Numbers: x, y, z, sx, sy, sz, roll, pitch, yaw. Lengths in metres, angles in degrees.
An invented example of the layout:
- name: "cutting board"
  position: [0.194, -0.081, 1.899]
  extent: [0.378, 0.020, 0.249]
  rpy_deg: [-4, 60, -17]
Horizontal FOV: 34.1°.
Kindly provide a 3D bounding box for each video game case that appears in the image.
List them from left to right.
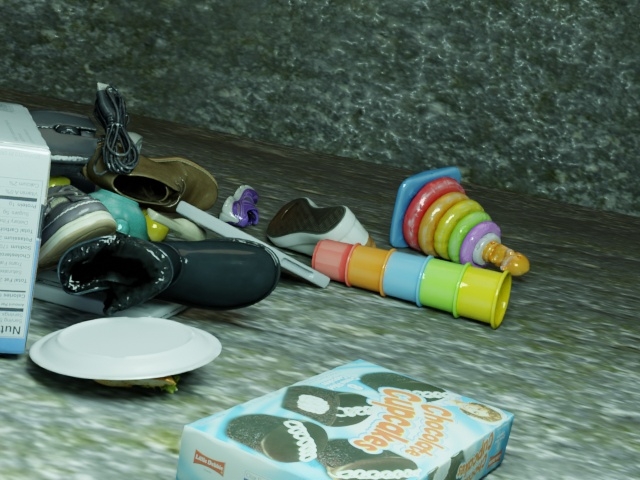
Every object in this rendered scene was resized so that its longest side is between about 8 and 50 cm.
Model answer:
- name: "video game case"
  position: [-0.276, 0.068, 1.381]
  extent: [0.190, 0.022, 0.173]
  rpy_deg: [13, 12, 13]
- name: "video game case"
  position: [-0.106, 0.008, 1.650]
  extent: [0.201, 0.023, 0.183]
  rpy_deg: [27, -2, 37]

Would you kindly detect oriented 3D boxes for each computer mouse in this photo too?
- name: "computer mouse"
  position: [-0.431, -0.164, 1.627]
  extent: [0.272, 0.072, 0.188]
  rpy_deg: [-14, 53, -8]

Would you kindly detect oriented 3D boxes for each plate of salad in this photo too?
- name: "plate of salad"
  position: [-0.205, 0.122, 1.105]
  extent: [0.200, 0.048, 0.200]
  rpy_deg: [1, 12, 0]

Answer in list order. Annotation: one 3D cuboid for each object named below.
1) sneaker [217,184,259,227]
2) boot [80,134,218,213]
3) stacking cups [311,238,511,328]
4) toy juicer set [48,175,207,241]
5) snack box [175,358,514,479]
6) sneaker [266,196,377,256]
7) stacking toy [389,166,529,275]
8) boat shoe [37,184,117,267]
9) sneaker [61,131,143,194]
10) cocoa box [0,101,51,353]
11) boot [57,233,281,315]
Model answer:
- name: "sneaker"
  position: [-0.151, -0.057, 2.063]
  extent: [0.071, 0.068, 0.170]
  rpy_deg: [27, 21, 2]
- name: "boot"
  position: [-0.267, -0.085, 1.764]
  extent: [0.115, 0.112, 0.305]
  rpy_deg: [37, 12, 34]
- name: "stacking cups"
  position: [0.143, 0.060, 1.675]
  extent: [0.316, 0.096, 0.096]
  rpy_deg: [13, 11, 24]
- name: "toy juicer set"
  position: [-0.308, -0.018, 1.659]
  extent: [0.329, 0.089, 0.209]
  rpy_deg: [16, -6, 39]
- name: "snack box"
  position: [0.037, 0.191, 0.971]
  extent: [0.187, 0.060, 0.322]
  rpy_deg: [17, 13, 27]
- name: "sneaker"
  position: [0.000, 0.000, 1.874]
  extent: [0.123, 0.106, 0.290]
  rpy_deg: [44, -13, -24]
- name: "stacking toy"
  position: [0.291, -0.007, 2.036]
  extent: [0.175, 0.165, 0.302]
  rpy_deg: [-17, 38, -36]
- name: "boat shoe"
  position: [-0.324, -0.023, 1.307]
  extent: [0.103, 0.092, 0.285]
  rpy_deg: [-23, 1, -18]
- name: "sneaker"
  position: [-0.489, -0.165, 2.041]
  extent: [0.236, 0.130, 0.323]
  rpy_deg: [15, 17, -3]
- name: "cocoa box"
  position: [-0.448, -0.035, 1.182]
  extent: [0.231, 0.228, 0.347]
  rpy_deg: [5, 12, -22]
- name: "boot"
  position: [-0.171, 0.041, 1.236]
  extent: [0.246, 0.094, 0.207]
  rpy_deg: [3, 1, -2]
